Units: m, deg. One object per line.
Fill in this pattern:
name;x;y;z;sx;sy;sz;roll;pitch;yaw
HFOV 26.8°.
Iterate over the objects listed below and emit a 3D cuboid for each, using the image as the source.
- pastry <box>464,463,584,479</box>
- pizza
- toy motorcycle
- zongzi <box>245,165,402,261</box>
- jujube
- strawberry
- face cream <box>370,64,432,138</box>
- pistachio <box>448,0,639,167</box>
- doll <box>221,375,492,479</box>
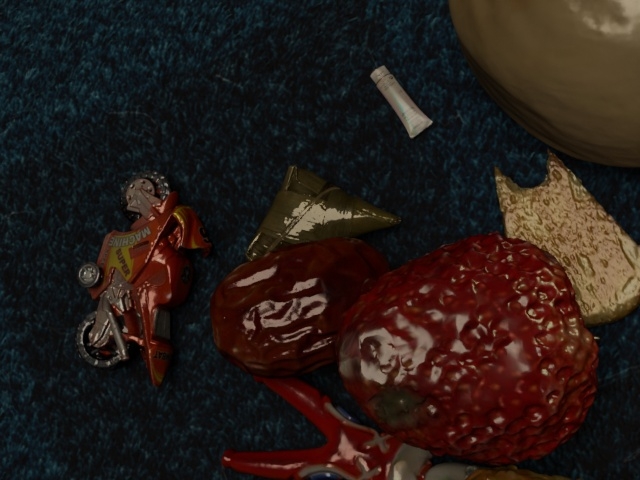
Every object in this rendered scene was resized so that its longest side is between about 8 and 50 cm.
pastry;0.274;0.402;1.559;0.311;0.162;0.255;30;71;35
pizza;0.312;0.002;1.768;0.181;0.034;0.262;-34;74;7
toy motorcycle;-0.247;0.047;1.895;0.171;0.089;0.298;13;82;18
zongzi;0.000;0.000;1.843;0.176;0.078;0.160;29;93;17
jujube;-0.019;0.089;1.771;0.250;0.174;0.174;-11;75;-1
strawberry;0.190;0.130;1.623;0.292;0.310;0.291;-2;84;22
face cream;0.111;-0.195;1.879;0.038;0.020;0.115;-37;72;5
pistachio;0.353;-0.283;1.682;0.445;0.281;0.365;26;119;33
doll;0.064;0.283;1.755;0.384;0.099;0.188;17;78;24
